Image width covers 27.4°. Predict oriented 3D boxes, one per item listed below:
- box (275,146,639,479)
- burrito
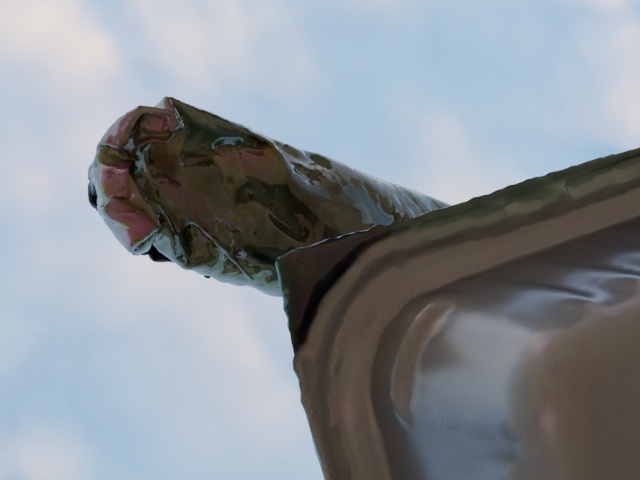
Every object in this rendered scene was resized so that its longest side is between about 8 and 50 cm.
[{"bbox_3d":[0.171,0.086,0.585,0.336,0.106,0.264,-18,-85,-29],"label":"box"},{"bbox_3d":[-0.001,-0.003,0.771,0.309,0.066,0.096,15,-107,-40],"label":"burrito"}]
